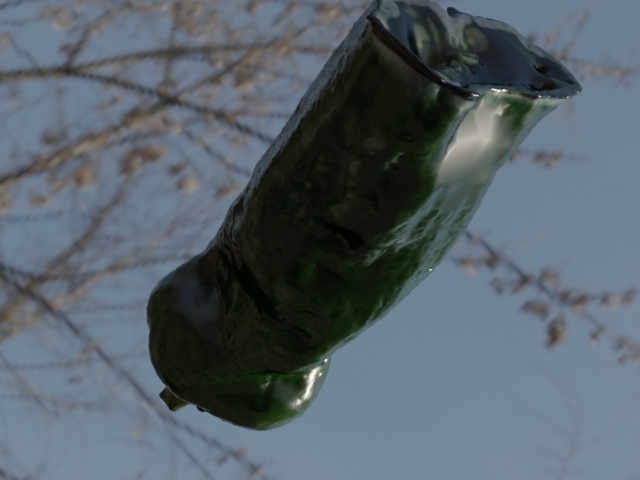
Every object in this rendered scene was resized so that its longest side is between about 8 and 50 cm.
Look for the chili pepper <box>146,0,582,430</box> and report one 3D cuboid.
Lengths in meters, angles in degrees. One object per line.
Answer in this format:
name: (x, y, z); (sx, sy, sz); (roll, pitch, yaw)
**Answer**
chili pepper: (0.000, 0.000, 0.895); (0.099, 0.136, 0.270); (46, -60, 15)
